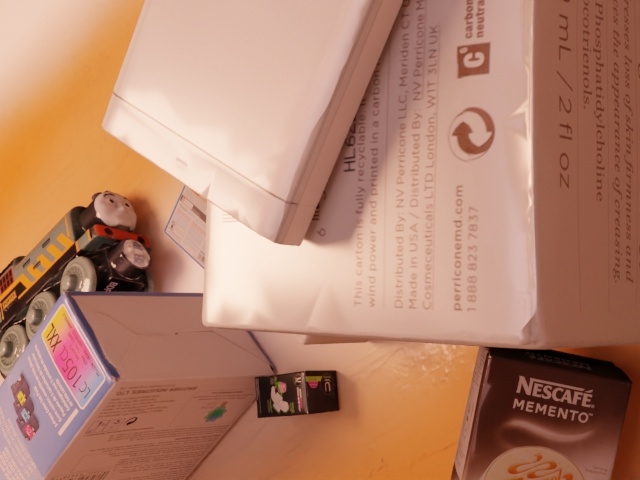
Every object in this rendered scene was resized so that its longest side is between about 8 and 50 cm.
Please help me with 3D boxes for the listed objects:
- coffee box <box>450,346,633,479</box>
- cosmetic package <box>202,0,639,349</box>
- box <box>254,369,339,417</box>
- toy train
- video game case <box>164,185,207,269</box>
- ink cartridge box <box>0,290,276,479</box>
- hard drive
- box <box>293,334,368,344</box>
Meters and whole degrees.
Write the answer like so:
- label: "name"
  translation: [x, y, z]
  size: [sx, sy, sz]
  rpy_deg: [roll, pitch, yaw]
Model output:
- label: "coffee box"
  translation: [0.203, 0.232, 1.061]
  size: [0.141, 0.098, 0.246]
  rpy_deg: [10, 96, 4]
- label: "cosmetic package"
  translation: [0.147, -0.076, 0.964]
  size: [0.327, 0.394, 0.329]
  rpy_deg: [-2, 86, 40]
- label: "box"
  translation: [-0.029, 0.186, 1.313]
  size: [0.083, 0.062, 0.052]
  rpy_deg: [-12, 79, 39]
- label: "toy train"
  translation: [-0.369, 0.072, 1.561]
  size: [0.334, 0.142, 0.190]
  rpy_deg: [-41, 54, 30]
- label: "video game case"
  translation: [-0.142, -0.051, 1.450]
  size: [0.119, 0.015, 0.166]
  rpy_deg: [40, 113, 34]
- label: "ink cartridge box"
  translation: [-0.285, 0.249, 1.389]
  size: [0.395, 0.270, 0.151]
  rpy_deg: [-53, 56, 25]
- label: "hard drive"
  translation: [-0.037, -0.205, 0.840]
  size: [0.233, 0.047, 0.353]
  rpy_deg: [33, 107, 36]
- label: "box"
  translation: [0.000, 0.000, 1.261]
  size: [0.181, 0.119, 0.182]
  rpy_deg: [39, 112, 34]
